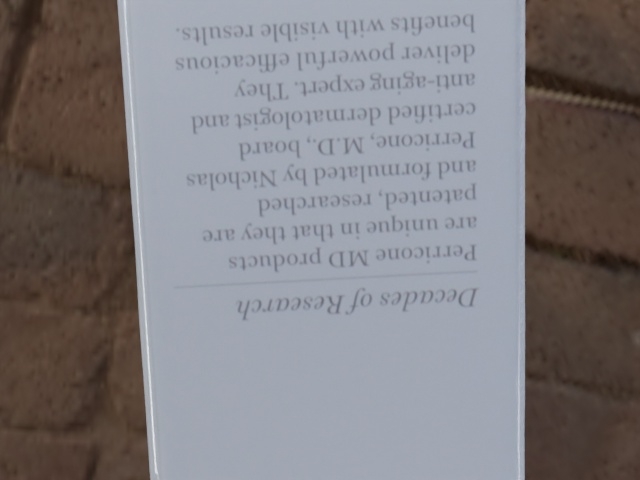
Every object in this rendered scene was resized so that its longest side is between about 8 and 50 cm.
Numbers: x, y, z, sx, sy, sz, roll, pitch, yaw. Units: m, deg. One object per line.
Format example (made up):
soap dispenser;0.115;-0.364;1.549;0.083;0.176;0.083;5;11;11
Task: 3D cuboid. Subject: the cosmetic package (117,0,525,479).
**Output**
cosmetic package;0.000;0.000;0.808;0.161;0.230;0.453;-2;108;-2
